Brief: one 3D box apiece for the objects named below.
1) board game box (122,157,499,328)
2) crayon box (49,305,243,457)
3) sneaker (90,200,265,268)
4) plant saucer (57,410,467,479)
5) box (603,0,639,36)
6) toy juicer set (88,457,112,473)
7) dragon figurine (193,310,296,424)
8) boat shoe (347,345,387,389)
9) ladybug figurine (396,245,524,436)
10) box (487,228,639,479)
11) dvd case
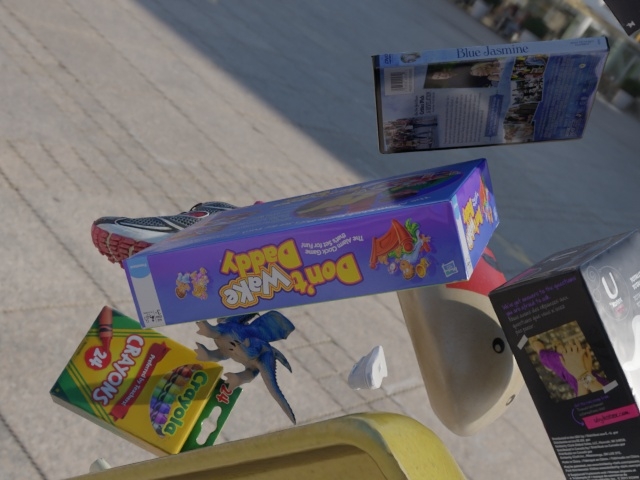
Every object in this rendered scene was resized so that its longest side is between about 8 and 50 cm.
[{"bbox_3d":[0.000,0.000,0.942,0.233,0.347,0.078,-38,116,-66],"label":"board game box"},{"bbox_3d":[-0.329,0.288,1.694,0.319,0.202,0.081,27,-26,1],"label":"crayon box"},{"bbox_3d":[-0.220,-0.009,1.426,0.299,0.121,0.112,3,63,-13],"label":"sneaker"},{"bbox_3d":[0.013,0.232,0.461,0.081,0.333,0.332,-37,100,-45],"label":"plant saucer"},{"bbox_3d":[0.434,-0.393,1.210,0.156,0.093,0.158,50,43,-11],"label":"box"},{"bbox_3d":[-0.304,0.440,1.422,0.090,0.329,0.209,-26,65,-29],"label":"toy juicer set"},{"bbox_3d":[-0.088,0.154,1.288,0.144,0.085,0.289,-14,28,-38],"label":"dragon figurine"},{"bbox_3d":[0.092,0.256,1.727,0.184,0.063,0.066,-50,128,-73],"label":"boat shoe"},{"bbox_3d":[0.211,0.108,1.368,0.449,0.162,0.305,-101,173,-60],"label":"ladybug figurine"},{"bbox_3d":[0.354,0.147,1.095,0.165,0.143,0.270,-23,91,-43],"label":"box"},{"bbox_3d":[0.189,-0.163,1.014,0.180,0.253,0.022,77,10,-64],"label":"dvd case"}]
